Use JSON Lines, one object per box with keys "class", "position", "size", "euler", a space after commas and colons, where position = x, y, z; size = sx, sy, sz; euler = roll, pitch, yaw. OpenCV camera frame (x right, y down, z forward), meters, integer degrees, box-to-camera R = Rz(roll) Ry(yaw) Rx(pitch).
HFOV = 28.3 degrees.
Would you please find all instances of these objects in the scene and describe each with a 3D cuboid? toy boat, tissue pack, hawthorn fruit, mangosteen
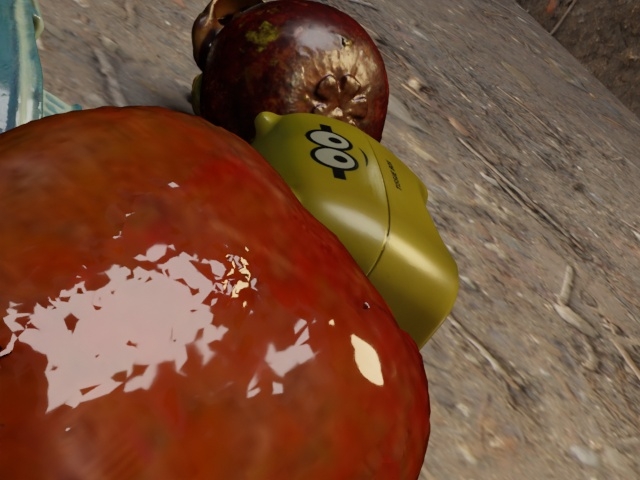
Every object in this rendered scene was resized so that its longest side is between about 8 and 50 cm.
{"class": "toy boat", "position": [-0.174, -0.076, 0.726], "size": [0.102, 0.088, 0.215], "euler": [30, 20, -27]}
{"class": "tissue pack", "position": [0.000, 0.000, 0.782], "size": [0.127, 0.123, 0.178], "euler": [28, 22, -19]}
{"class": "hawthorn fruit", "position": [-0.093, 0.075, 0.379], "size": [0.211, 0.211, 0.299], "euler": [41, 35, 13]}
{"class": "mangosteen", "position": [-0.026, -0.118, 0.987], "size": [0.146, 0.155, 0.181], "euler": [-7, 14, -12]}
